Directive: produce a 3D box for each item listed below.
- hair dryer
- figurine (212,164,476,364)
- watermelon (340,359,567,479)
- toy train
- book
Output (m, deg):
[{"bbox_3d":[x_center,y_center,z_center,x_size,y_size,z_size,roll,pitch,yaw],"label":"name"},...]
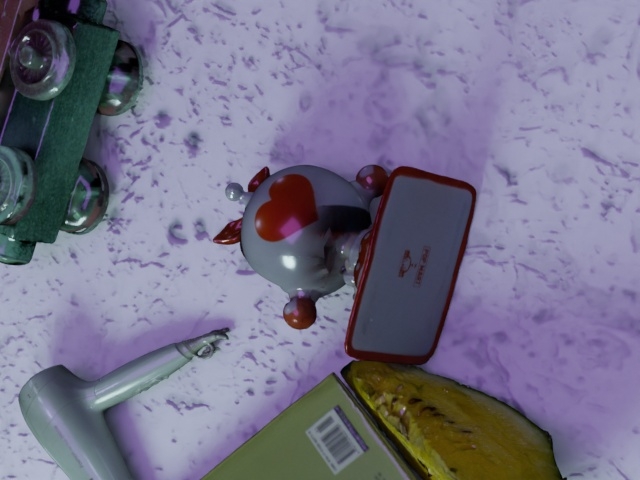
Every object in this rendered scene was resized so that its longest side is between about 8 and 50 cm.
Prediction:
[{"bbox_3d":[-0.175,0.179,1.854,0.237,0.075,0.206,-38,79,10],"label":"hair dryer"},{"bbox_3d":[0.000,0.000,1.737,0.226,0.160,0.183,17,93,34],"label":"figurine"},{"bbox_3d":[0.133,0.207,1.647,0.301,0.129,0.123,43,110,51],"label":"watermelon"},{"bbox_3d":[-0.323,-0.135,1.898,0.221,0.150,0.304,23,98,35],"label":"toy train"},{"bbox_3d":[-0.038,0.320,1.760,0.352,0.035,0.239,-41,79,22],"label":"book"}]
